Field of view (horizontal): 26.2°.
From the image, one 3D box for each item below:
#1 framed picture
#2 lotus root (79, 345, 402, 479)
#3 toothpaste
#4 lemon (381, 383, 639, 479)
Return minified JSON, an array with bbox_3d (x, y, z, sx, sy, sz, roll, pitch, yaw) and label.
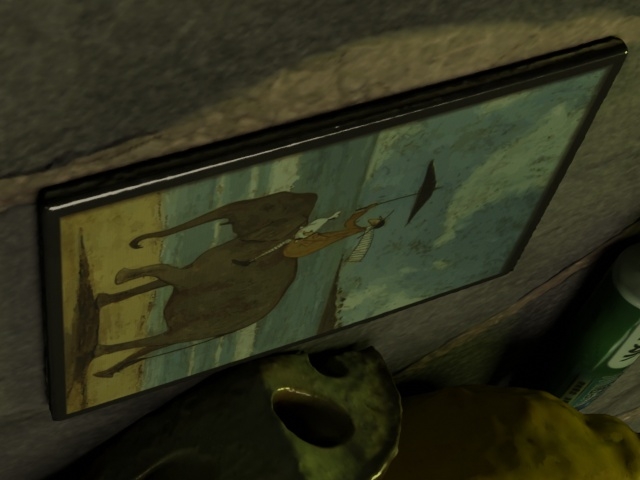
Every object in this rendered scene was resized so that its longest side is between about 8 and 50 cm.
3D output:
[{"bbox_3d":[0.000,0.000,0.830,0.347,0.016,0.265,-17,153,-20],"label":"framed picture"},{"bbox_3d":[-0.081,0.204,1.002,0.314,0.142,0.210,-37,154,26],"label":"lotus root"},{"bbox_3d":[0.234,0.095,1.172,0.098,0.061,0.392,-19,156,-18],"label":"toothpaste"},{"bbox_3d":[0.112,0.254,1.129,0.316,0.286,0.285,-17,163,33],"label":"lemon"}]
